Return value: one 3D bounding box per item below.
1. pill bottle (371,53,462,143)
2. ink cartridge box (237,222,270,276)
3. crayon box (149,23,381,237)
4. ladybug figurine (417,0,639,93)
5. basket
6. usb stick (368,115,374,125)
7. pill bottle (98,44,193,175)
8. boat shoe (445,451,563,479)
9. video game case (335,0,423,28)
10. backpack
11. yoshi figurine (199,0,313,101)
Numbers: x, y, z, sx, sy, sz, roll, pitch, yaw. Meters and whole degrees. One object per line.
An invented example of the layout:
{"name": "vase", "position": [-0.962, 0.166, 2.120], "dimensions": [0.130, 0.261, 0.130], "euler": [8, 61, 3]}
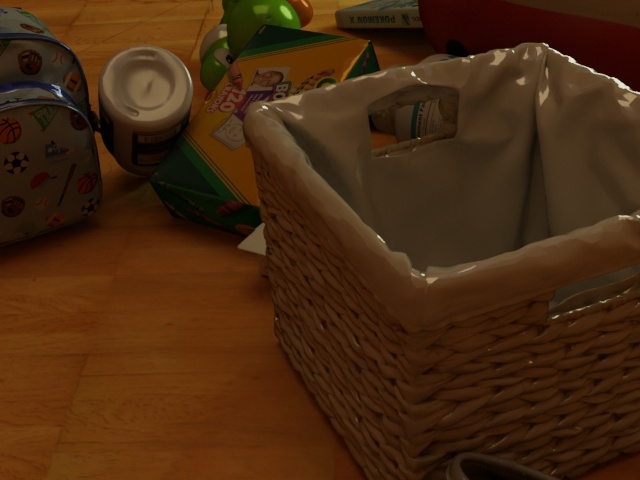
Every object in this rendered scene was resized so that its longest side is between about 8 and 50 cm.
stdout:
{"name": "pill bottle", "position": [0.195, -0.151, 1.252], "dimensions": [0.264, 0.146, 0.146], "euler": [21, 39, 33]}
{"name": "ink cartridge box", "position": [0.000, 0.000, 1.105], "dimensions": [0.104, 0.061, 0.181], "euler": [15, 36, 28]}
{"name": "crayon box", "position": [-0.060, -0.135, 1.220], "dimensions": [0.165, 0.081, 0.278], "euler": [15, 60, 29]}
{"name": "ladybug figurine", "position": [0.325, -0.272, 1.334], "dimensions": [0.449, 0.162, 0.305], "euler": [16, 8, 5]}
{"name": "basket", "position": [0.144, 0.022, 0.863], "dimensions": [0.328, 0.266, 0.331], "euler": [-16, 33, -19]}
{"name": "usb stick", "position": [0.094, -0.187, 1.418], "dimensions": [0.278, 0.045, 0.077], "euler": [9, 27, 19]}
{"name": "pill bottle", "position": [-0.221, -0.154, 1.251], "dimensions": [0.112, 0.186, 0.112], "euler": [4, 72, -11]}
{"name": "boat shoe", "position": [0.230, 0.232, 0.667], "dimensions": [0.320, 0.103, 0.118], "euler": [16, 37, 29]}
{"name": "video game case", "position": [0.239, -0.419, 1.722], "dimensions": [0.329, 0.036, 0.300], "euler": [-22, 21, -28]}
{"name": "backpack", "position": [-0.384, -0.130, 1.163], "dimensions": [0.276, 0.263, 0.213], "euler": [-24, 37, -31]}
{"name": "yoshi figurine", "position": [-0.084, -0.338, 1.546], "dimensions": [0.204, 0.203, 0.362], "euler": [7, 35, 4]}
